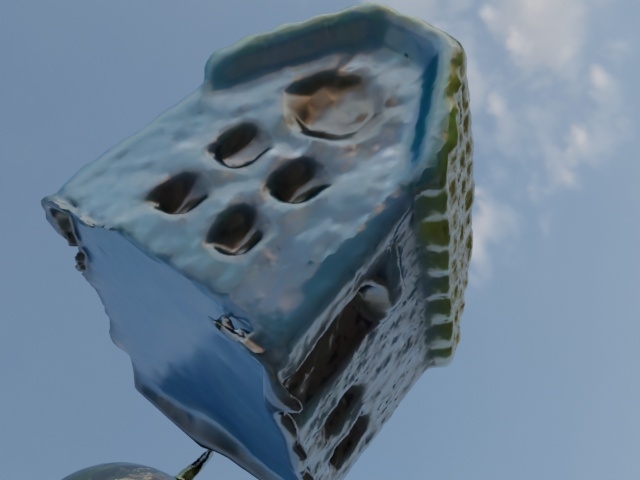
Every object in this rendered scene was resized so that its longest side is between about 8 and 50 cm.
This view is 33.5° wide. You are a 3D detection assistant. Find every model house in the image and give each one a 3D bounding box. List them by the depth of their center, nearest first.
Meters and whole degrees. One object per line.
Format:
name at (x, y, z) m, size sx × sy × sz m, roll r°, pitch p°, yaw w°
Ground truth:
model house at (0.000, 0.000, 0.733) m, size 0.303 × 0.215 × 0.237 m, roll -49°, pitch -30°, yaw -26°

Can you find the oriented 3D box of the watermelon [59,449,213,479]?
watermelon at (-0.166, 0.272, 0.905) m, size 0.188 × 0.188 × 0.214 m, roll 49°, pitch -119°, yaw -34°
